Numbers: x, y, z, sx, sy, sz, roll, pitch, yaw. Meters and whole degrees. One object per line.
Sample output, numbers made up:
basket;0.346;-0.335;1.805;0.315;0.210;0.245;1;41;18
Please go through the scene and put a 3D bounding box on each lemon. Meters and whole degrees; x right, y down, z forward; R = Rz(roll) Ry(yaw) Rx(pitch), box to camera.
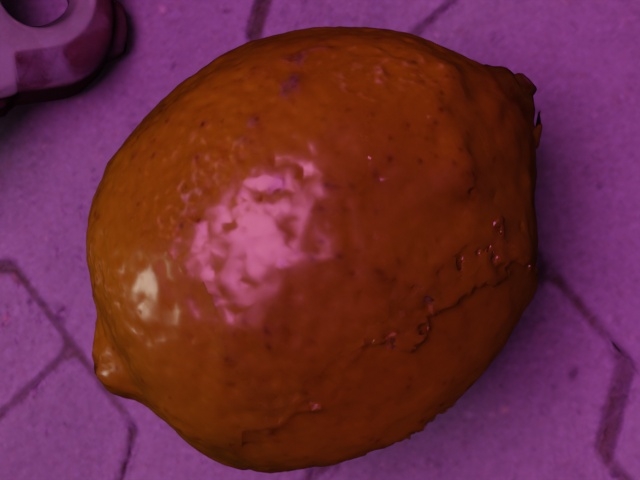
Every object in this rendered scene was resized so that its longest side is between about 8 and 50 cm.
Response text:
lemon;0.000;0.000;1.021;0.310;0.253;0.253;-36;76;3

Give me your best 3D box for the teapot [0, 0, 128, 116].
teapot;-0.301;-0.194;1.163;0.315;0.233;0.312;-19;85;-15
